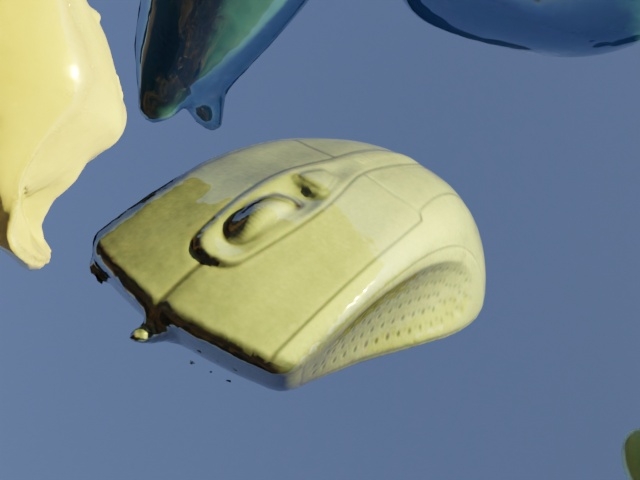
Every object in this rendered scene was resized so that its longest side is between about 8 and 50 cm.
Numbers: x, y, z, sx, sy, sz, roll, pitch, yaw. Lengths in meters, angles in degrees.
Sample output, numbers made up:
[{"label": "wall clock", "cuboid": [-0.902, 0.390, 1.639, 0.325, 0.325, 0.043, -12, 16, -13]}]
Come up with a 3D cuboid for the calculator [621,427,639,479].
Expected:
[{"label": "calculator", "cuboid": [0.372, 0.139, 0.925, 0.295, 0.042, 0.184, -18, -114, -2]}]

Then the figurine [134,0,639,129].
[{"label": "figurine", "cuboid": [-0.024, -0.228, 0.441, 0.243, 0.416, 0.298, -13, -138, 41]}]

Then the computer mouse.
[{"label": "computer mouse", "cuboid": [0.000, 0.000, 0.882, 0.188, 0.371, 0.121, 29, -64, 27]}]

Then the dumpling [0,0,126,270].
[{"label": "dumpling", "cuboid": [-0.316, -0.157, 1.242, 0.233, 0.315, 0.394, -6, -96, -12]}]
